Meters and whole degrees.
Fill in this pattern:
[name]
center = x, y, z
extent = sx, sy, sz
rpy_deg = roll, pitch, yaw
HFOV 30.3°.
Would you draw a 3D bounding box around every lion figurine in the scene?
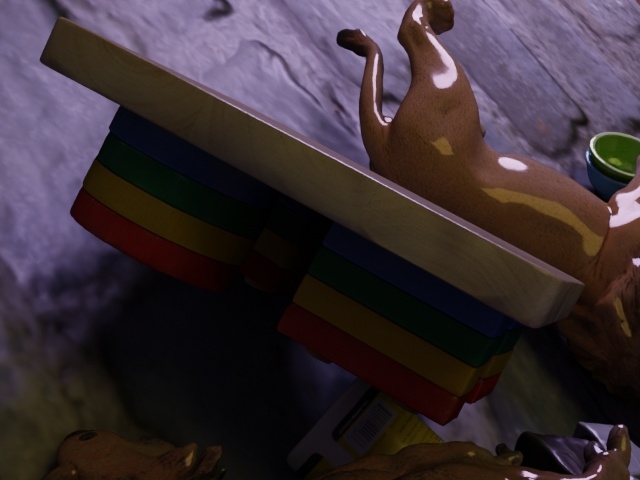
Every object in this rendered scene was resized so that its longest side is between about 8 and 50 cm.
[lion figurine]
center = 0.150, -0.020, 0.846
extent = 0.392, 0.142, 0.240
rpy_deg = 25, 41, 7

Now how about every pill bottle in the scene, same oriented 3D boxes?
[pill bottle]
center = 0.045, 0.129, 0.612
extent = 0.116, 0.065, 0.065
rpy_deg = 42, 35, 6

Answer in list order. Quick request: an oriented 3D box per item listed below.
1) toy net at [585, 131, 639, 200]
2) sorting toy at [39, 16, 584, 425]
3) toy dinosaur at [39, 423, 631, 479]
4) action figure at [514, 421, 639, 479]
[toy net]
center = 0.342, -0.028, 1.023
extent = 0.232, 0.045, 0.122
rpy_deg = 10, 36, -6
[sorting toy]
center = 0.000, 0.000, 0.627
extent = 0.255, 0.089, 0.257
rpy_deg = 29, 5, 14
[toy dinosaur]
center = 0.016, 0.130, 0.456
extent = 0.200, 0.296, 0.127
rpy_deg = 11, 72, -31
[action figure]
center = 0.246, 0.154, 0.688
extent = 0.285, 0.185, 0.099
rpy_deg = -7, 20, -28
